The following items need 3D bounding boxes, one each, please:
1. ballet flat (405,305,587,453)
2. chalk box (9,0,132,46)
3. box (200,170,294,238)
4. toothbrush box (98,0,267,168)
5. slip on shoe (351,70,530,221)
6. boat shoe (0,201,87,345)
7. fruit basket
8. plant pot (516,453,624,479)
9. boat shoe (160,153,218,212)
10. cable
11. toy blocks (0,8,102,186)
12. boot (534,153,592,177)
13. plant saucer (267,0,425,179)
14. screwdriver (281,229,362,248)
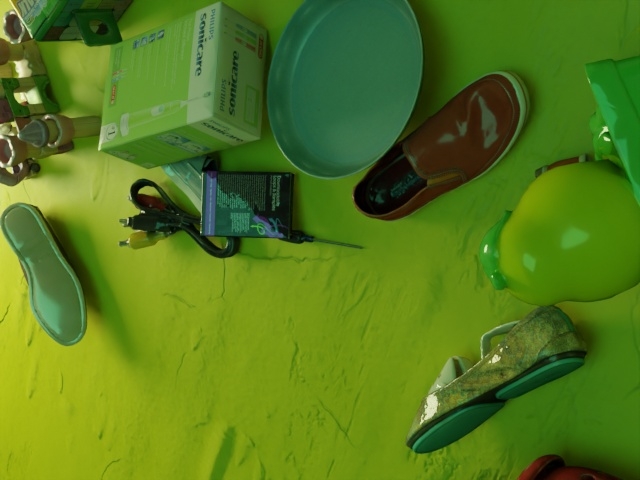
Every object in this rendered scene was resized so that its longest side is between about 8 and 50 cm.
[{"bbox_3d":[0.251,0.208,1.394,0.348,0.123,0.123,-42,76,36],"label":"ballet flat"},{"bbox_3d":[-0.459,-0.487,1.690,0.179,0.180,0.289,-41,78,36],"label":"chalk box"},{"bbox_3d":[-0.127,-0.062,1.593,0.162,0.029,0.116,2,90,13],"label":"box"},{"bbox_3d":[-0.239,-0.258,1.576,0.283,0.122,0.206,-11,69,38],"label":"toothbrush box"},{"bbox_3d":[0.174,-0.129,1.364,0.331,0.101,0.123,-37,77,35],"label":"slip on shoe"},{"bbox_3d":[-0.584,0.072,1.969,0.116,0.097,0.324,-27,88,-3],"label":"boat shoe"},{"bbox_3d":[0.383,-0.034,1.115,0.392,0.283,0.392,2,97,22],"label":"fruit basket"},{"bbox_3d":[0.360,0.410,1.306,0.174,0.191,0.191,25,115,35],"label":"plant pot"},{"bbox_3d":[-0.217,-0.119,1.675,0.081,0.079,0.227,-47,71,14],"label":"boat shoe"},{"bbox_3d":[-0.270,-0.041,1.756,0.287,0.072,0.140,7,89,22],"label":"cable"},{"bbox_3d":[-0.654,-0.273,1.832,0.309,0.260,0.289,-21,89,37],"label":"toy blocks"},{"bbox_3d":[0.366,-0.042,1.273,0.084,0.059,0.158,-24,85,33],"label":"boot"},{"bbox_3d":[0.041,-0.250,1.421,0.317,0.043,0.318,-6,81,43],"label":"plant saucer"},{"bbox_3d":[0.000,0.000,1.578,0.169,0.025,0.024,8,105,26],"label":"screwdriver"}]
